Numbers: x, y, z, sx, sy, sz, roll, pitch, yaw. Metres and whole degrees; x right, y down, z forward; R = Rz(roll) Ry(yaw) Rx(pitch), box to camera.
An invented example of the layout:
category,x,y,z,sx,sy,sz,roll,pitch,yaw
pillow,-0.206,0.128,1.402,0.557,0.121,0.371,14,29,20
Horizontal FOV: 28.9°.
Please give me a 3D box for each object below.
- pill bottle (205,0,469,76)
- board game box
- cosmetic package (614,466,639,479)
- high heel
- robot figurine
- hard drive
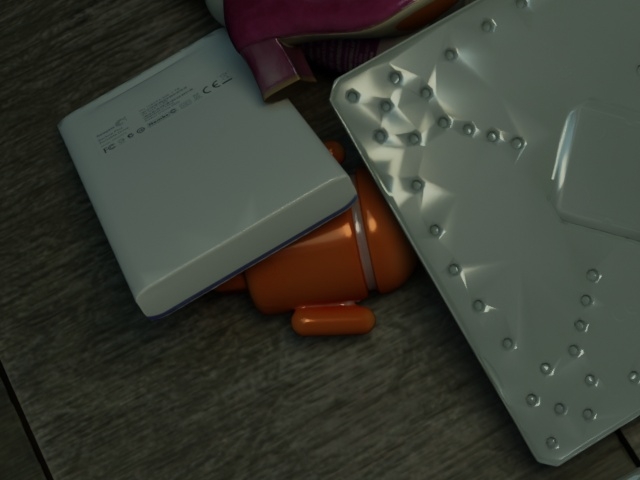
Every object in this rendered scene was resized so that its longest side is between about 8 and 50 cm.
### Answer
category,x,y,z,sx,sy,sz,roll,pitch,yaw
pill bottle,-0.011,-0.268,1.245,0.302,0.169,0.169,25,77,14
board game box,0.262,-0.060,1.126,0.390,0.050,0.390,-30,91,-9
cosmetic package,0.204,0.308,1.068,0.238,0.107,0.127,-28,71,0
high heel,0.025,-0.227,1.117,0.244,0.082,0.117,-27,81,25
robot figurine,0.000,0.002,1.178,0.219,0.128,0.158,-11,44,4
hard drive,-0.120,-0.077,1.180,0.210,0.040,0.318,-30,40,-4
